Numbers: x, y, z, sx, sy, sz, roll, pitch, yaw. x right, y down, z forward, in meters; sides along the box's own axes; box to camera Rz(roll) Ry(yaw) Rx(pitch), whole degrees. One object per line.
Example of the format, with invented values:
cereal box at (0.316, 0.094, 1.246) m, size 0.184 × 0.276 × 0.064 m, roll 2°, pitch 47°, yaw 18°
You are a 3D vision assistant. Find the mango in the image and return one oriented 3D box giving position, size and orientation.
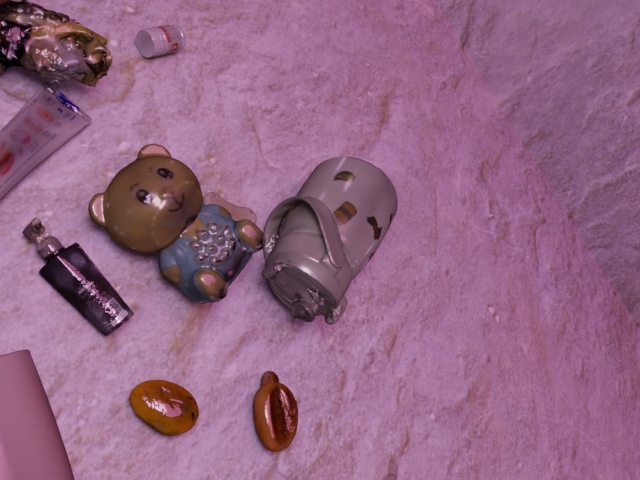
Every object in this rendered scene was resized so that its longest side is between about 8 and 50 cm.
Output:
mango at (-0.246, 0.262, 0.977) m, size 0.114 × 0.057 × 0.078 m, roll 28°, pitch 54°, yaw -19°

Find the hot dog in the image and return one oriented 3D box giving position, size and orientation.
hot dog at (-0.084, 0.303, 1.106) m, size 0.090 × 0.060 × 0.140 m, roll 3°, pitch 73°, yaw -47°

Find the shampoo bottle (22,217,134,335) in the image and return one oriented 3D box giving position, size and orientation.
shampoo bottle at (-0.378, 0.054, 0.960) m, size 0.207 × 0.063 × 0.057 m, roll 50°, pitch 34°, yaw -9°

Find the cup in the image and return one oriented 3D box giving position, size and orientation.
cup at (-0.432, 0.271, 0.720) m, size 0.253 × 0.191 × 0.200 m, roll -23°, pitch 87°, yaw -18°

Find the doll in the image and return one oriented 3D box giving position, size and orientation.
doll at (-0.245, -0.028, 1.059) m, size 0.261 × 0.161 × 0.177 m, roll 44°, pitch 66°, yaw -18°

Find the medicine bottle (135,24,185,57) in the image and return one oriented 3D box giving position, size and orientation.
medicine bottle at (-0.327, -0.410, 1.274) m, size 0.089 × 0.057 × 0.057 m, roll -33°, pitch 92°, yaw -47°

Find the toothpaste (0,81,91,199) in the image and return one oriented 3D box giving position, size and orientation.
toothpaste at (-0.479, -0.141, 0.979) m, size 0.100 × 0.066 × 0.323 m, roll 40°, pitch 41°, yaw -18°

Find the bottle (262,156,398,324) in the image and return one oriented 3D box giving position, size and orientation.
bottle at (0.000, 0.000, 1.250) m, size 0.229 × 0.229 × 0.351 m, roll 45°, pitch 47°, yaw -15°

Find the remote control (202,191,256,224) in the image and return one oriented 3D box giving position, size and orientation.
remote control at (-0.182, -0.045, 1.223) m, size 0.122 × 0.032 × 0.074 m, roll 26°, pitch 52°, yaw -32°

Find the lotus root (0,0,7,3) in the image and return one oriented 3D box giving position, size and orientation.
lotus root at (-0.631, -0.454, 0.894) m, size 0.391 × 0.111 × 0.374 m, roll -2°, pitch 48°, yaw -21°

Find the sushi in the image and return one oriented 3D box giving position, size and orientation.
sushi at (-0.499, -0.318, 1.021) m, size 0.291 × 0.139 × 0.131 m, roll 4°, pitch 71°, yaw -31°
